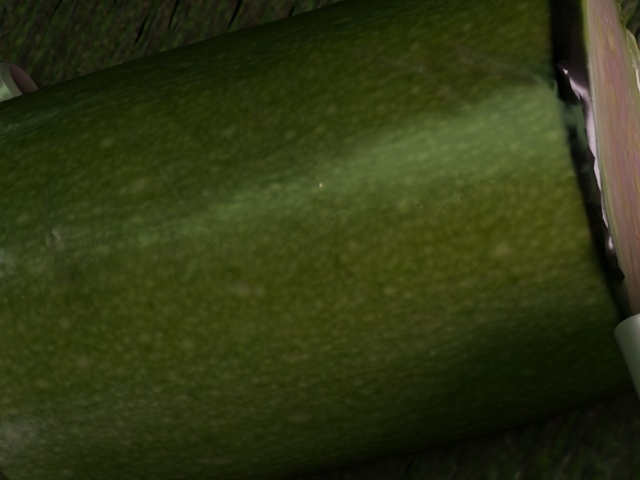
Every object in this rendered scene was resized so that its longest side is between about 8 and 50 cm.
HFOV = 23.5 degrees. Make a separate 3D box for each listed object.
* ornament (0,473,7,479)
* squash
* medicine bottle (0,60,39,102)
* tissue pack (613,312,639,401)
[{"bbox_3d":[-0.256,0.139,1.059,0.244,0.061,0.230,-19,68,23],"label":"ornament"},{"bbox_3d":[0.000,0.000,0.868,0.384,0.263,0.263,-14,68,21],"label":"squash"},{"bbox_3d":[-0.251,-0.089,1.136,0.089,0.052,0.052,-34,62,12],"label":"medicine bottle"},{"bbox_3d":[0.257,0.100,0.716,0.159,0.246,0.136,-22,67,17],"label":"tissue pack"}]
